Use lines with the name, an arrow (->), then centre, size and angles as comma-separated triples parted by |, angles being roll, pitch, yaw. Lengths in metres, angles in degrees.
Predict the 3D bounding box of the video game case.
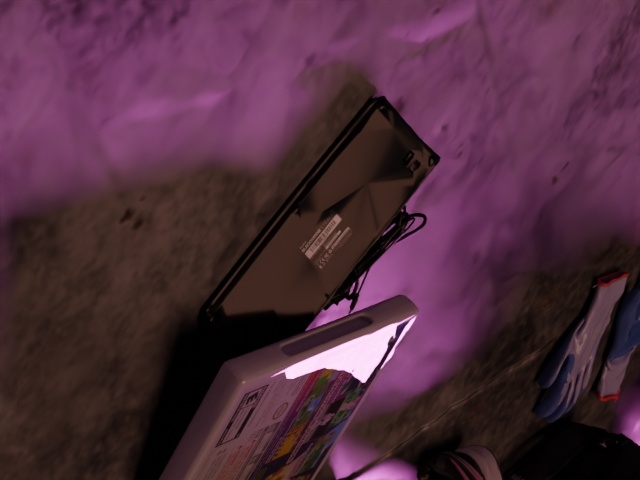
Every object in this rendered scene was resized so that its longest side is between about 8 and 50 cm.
video game case -> -0.036, 0.131, 1.247 | 0.183, 0.023, 0.201 | -18, 146, -47

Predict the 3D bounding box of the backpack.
backpack -> 0.231, 0.258, 1.708 | 0.182, 0.152, 0.115 | -50, 158, -36

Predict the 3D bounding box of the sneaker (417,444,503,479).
sneaker -> 0.120, 0.258, 1.530 | 0.077, 0.178, 0.072 | 8, 144, -44

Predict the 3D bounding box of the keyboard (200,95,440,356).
keyboard -> 0.000, 0.000, 1.217 | 0.192, 0.038, 0.100 | -50, 127, -8

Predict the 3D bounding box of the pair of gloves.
pair of gloves -> 0.268, 0.093, 1.700 | 0.198, 0.023, 0.159 | -11, 128, -52
